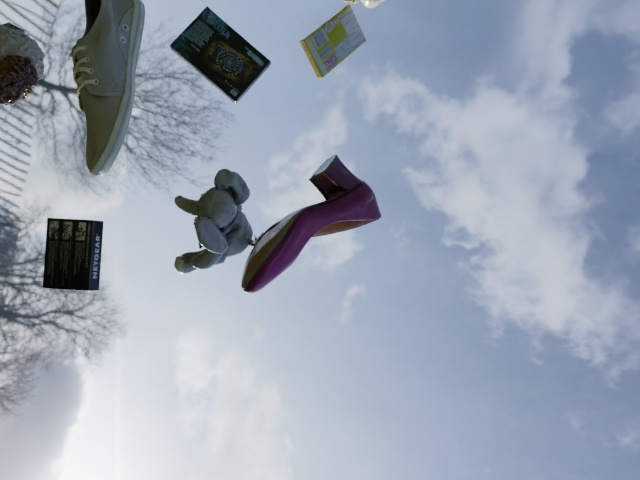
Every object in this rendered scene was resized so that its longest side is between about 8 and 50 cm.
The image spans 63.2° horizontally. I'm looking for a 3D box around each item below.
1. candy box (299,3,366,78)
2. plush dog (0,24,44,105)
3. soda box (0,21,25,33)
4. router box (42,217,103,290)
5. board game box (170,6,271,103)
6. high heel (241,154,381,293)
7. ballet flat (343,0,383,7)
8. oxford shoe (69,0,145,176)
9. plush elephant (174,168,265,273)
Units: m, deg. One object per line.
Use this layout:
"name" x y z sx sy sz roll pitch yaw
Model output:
"candy box" 0.036 -0.520 1.354 0.027 0.105 0.206 6 -136 46
"plush dog" -0.568 -0.288 0.836 0.262 0.225 0.211 -122 -153 -45
"soda box" -0.846 -0.492 1.327 0.058 0.183 0.063 29 -44 9
"router box" -0.622 0.035 1.309 0.133 0.046 0.179 3 -91 11
"board game box" -0.221 -0.413 1.160 0.126 0.186 0.026 -50 -175 -10
"high heel" 0.000 0.000 1.044 0.127 0.181 0.377 -17 -149 56
"ballet flat" 0.108 -0.698 1.392 0.400 0.139 0.139 40 -73 42
"oxford shoe" -0.484 -0.357 1.144 0.169 0.130 0.449 -13 -109 46
"plush elephant" -0.325 -0.063 1.582 0.330 0.255 0.272 3 -127 24
